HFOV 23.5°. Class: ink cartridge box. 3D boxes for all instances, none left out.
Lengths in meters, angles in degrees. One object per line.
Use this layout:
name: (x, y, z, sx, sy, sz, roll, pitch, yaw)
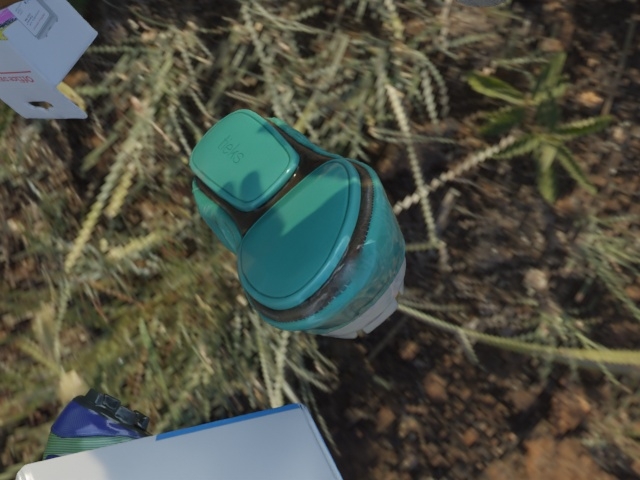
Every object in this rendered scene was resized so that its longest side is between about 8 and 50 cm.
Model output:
ink cartridge box: (-0.077, 0.171, 0.723, 0.140, 0.082, 0.190, -10, 142, -27)
ink cartridge box: (-0.270, -0.188, 1.286, 0.198, 0.115, 0.067, 48, 64, -33)

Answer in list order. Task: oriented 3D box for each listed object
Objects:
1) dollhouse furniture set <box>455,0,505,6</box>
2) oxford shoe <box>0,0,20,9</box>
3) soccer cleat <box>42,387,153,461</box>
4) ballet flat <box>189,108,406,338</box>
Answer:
dollhouse furniture set: (0.280, -0.364, 1.152, 0.256, 0.394, 0.362, 33, 65, -34)
oxford shoe: (-0.181, -0.191, 0.988, 0.212, 0.076, 0.076, -19, 108, -18)
soccer cleat: (-0.175, 0.272, 1.656, 0.289, 0.093, 0.121, 30, 86, 23)
ballet flat: (0.000, 0.000, 0.757, 0.083, 0.247, 0.087, -44, 114, 2)
